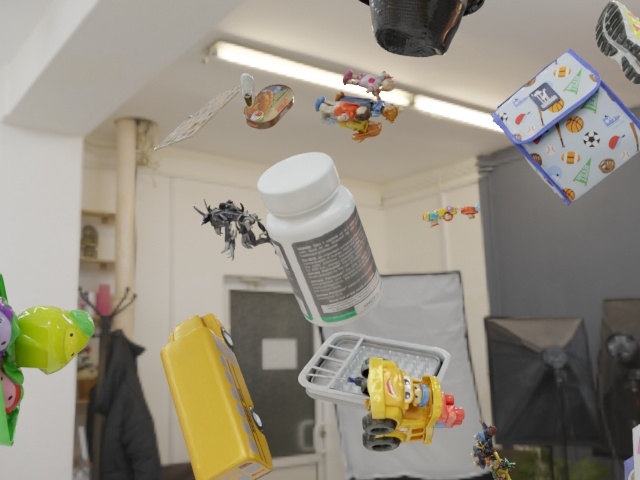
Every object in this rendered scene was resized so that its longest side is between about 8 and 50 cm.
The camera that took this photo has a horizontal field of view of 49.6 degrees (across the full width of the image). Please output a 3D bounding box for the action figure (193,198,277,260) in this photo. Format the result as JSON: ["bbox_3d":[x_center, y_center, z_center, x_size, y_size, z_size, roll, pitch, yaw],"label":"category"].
[{"bbox_3d":[-0.212,-0.023,1.846,0.276,0.141,0.164,17,25,22],"label":"action figure"}]

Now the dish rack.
[{"bbox_3d":[0.139,0.341,1.723,0.333,0.072,0.285,6,22,22],"label":"dish rack"}]

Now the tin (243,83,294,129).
[{"bbox_3d":[-0.152,-0.398,2.062,0.106,0.189,0.040,21,-37,23],"label":"tin"}]

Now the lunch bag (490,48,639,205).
[{"bbox_3d":[0.773,-0.353,2.163,0.328,0.385,0.239,-39,-7,15],"label":"lunch bag"}]

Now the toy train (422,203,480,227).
[{"bbox_3d":[0.383,-0.069,2.041,0.125,0.046,0.166,4,-14,-44],"label":"toy train"}]

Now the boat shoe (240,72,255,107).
[{"bbox_3d":[-0.189,-0.387,1.797,0.035,0.035,0.100,3,-35,1],"label":"boat shoe"}]

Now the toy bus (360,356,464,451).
[{"bbox_3d":[0.187,0.335,1.410,0.211,0.149,0.220,-1,-34,5],"label":"toy bus"}]

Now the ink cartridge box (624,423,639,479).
[{"bbox_3d":[0.737,0.484,1.461,0.330,0.071,0.324,-54,-1,34],"label":"ink cartridge box"}]

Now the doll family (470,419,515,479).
[{"bbox_3d":[0.448,0.567,1.810,0.076,0.193,0.111,-23,-26,-15],"label":"doll family"}]

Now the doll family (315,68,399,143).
[{"bbox_3d":[0.107,-0.330,1.749,0.163,0.263,0.118,17,-47,20],"label":"doll family"}]

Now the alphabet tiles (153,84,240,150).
[{"bbox_3d":[-0.311,-0.323,1.801,0.198,0.237,0.009,-7,-53,50],"label":"alphabet tiles"}]

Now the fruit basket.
[{"bbox_3d":[-0.736,0.272,1.676,0.392,0.392,0.283,3,18,-19],"label":"fruit basket"}]

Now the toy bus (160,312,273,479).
[{"bbox_3d":[-0.193,0.272,1.218,0.108,0.332,0.130,-29,-36,3],"label":"toy bus"}]

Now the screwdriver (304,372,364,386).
[{"bbox_3d":[0.047,0.315,1.569,0.170,0.024,0.025,8,7,-8],"label":"screwdriver"}]

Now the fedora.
[{"bbox_3d":[0.222,-0.523,1.632,0.334,0.152,0.334,6,0,0],"label":"fedora"}]

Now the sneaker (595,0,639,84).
[{"bbox_3d":[0.594,-0.370,1.299,0.094,0.208,0.081,-5,-32,-16],"label":"sneaker"}]

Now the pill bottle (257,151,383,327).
[{"bbox_3d":[0.000,0.000,1.556,0.204,0.361,0.204,-15,31,9],"label":"pill bottle"}]
